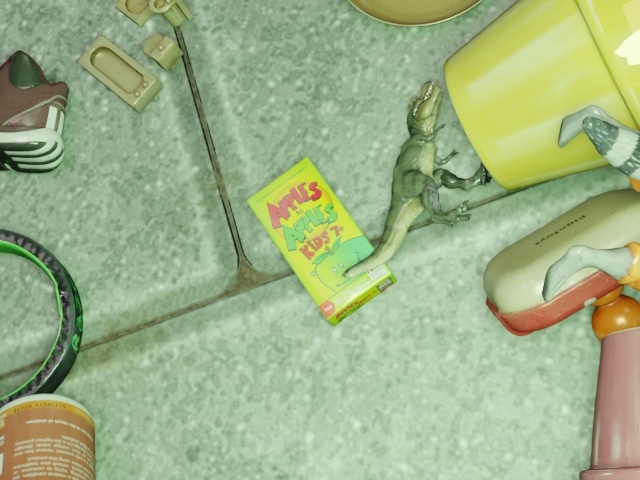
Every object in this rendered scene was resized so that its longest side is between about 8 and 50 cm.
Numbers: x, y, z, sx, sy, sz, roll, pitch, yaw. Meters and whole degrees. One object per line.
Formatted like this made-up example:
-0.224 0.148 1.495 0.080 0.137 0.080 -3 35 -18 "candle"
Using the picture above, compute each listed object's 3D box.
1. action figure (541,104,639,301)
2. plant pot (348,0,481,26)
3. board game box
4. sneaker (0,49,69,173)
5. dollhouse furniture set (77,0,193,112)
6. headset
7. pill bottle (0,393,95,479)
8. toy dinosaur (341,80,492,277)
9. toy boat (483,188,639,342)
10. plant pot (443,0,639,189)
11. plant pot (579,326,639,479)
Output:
0.360 0.017 0.761 0.330 0.179 0.341 11 42 7 "action figure"
0.130 -0.373 1.173 0.236 0.032 0.236 -4 74 13 "plant pot"
0.000 0.000 1.091 0.092 0.043 0.181 -36 69 2 "board game box"
-0.464 -0.180 1.241 0.281 0.106 0.163 5 67 8 "sneaker"
-0.257 -0.283 1.194 0.144 0.123 0.151 39 86 21 "dollhouse furniture set"
-0.493 0.115 1.106 0.394 0.185 0.244 -15 71 -3 "headset"
-0.306 0.285 1.003 0.121 0.121 0.216 -23 42 7 "pill bottle"
0.124 -0.060 1.056 0.118 0.064 0.268 9 62 26 "toy dinosaur"
0.298 0.047 0.970 0.231 0.151 0.151 -31 100 5 "toy boat"
0.274 -0.175 0.980 0.239 0.254 0.254 -27 69 23 "plant pot"
0.343 0.175 0.869 0.201 0.201 0.180 -6 75 12 "plant pot"
